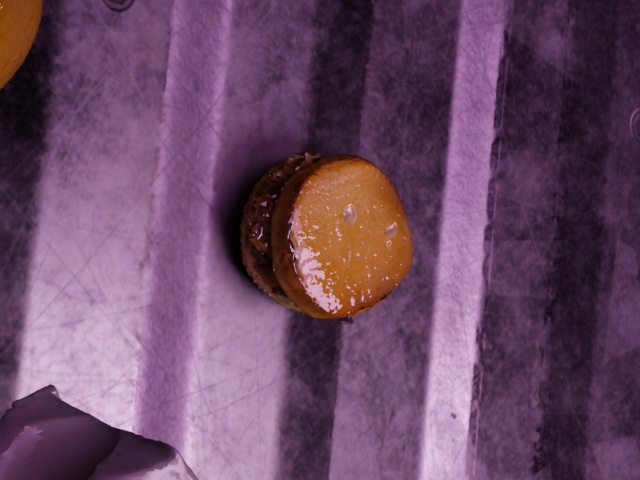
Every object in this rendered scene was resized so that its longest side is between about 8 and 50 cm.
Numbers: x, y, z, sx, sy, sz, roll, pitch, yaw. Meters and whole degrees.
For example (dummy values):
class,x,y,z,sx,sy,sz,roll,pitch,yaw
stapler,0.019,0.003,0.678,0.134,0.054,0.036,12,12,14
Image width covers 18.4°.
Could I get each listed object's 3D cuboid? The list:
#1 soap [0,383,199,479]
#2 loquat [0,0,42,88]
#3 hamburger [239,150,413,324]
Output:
class,x,y,z,sx,sy,sz,roll,pitch,yaw
soap,-0.257,0.400,1.772,0.435,0.213,0.350,-48,134,-28
loquat,-0.366,-0.230,1.716,0.275,0.275,0.274,2,87,-39
hamburger,-0.006,-0.006,2.098,0.191,0.118,0.181,8,80,-42
